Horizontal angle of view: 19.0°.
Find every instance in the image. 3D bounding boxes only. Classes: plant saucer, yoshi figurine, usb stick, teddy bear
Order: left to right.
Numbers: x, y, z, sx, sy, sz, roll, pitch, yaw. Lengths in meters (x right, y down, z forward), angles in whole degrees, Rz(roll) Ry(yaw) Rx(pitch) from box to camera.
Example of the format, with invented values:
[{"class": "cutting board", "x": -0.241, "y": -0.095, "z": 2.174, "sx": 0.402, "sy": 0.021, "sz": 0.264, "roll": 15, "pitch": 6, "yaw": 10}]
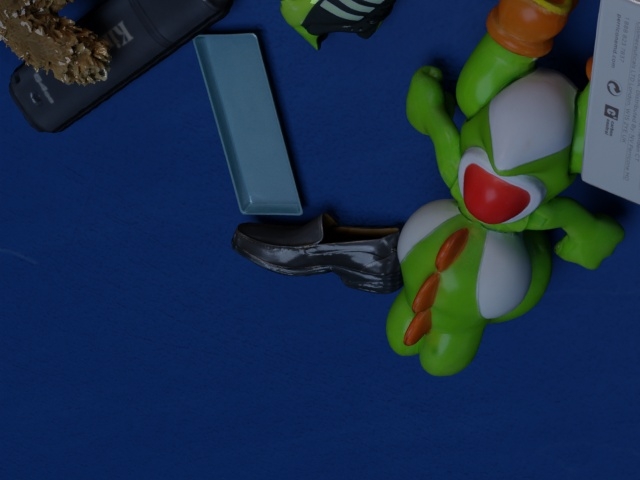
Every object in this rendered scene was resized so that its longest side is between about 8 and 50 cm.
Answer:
[{"class": "teddy bear", "x": -0.251, "y": -0.263, "z": 1.688, "sx": 0.245, "sy": 0.113, "sz": 0.338, "roll": 39, "pitch": 123, "yaw": -1}, {"class": "usb stick", "x": -0.187, "y": -0.182, "z": 1.754, "sx": 0.278, "sy": 0.045, "sz": 0.077, "roll": -30, "pitch": 103, "yaw": 39}, {"class": "plant saucer", "x": -0.064, "y": -0.109, "z": 1.766, "sx": 0.067, "sy": 0.018, "sz": 0.192, "roll": 1, "pitch": 124, "yaw": 25}, {"class": "yoshi figurine", "x": 0.167, "y": -0.055, "z": 1.626, "sx": 0.203, "sy": 0.203, "sz": 0.362, "roll": 8, "pitch": 121, "yaw": -30}]

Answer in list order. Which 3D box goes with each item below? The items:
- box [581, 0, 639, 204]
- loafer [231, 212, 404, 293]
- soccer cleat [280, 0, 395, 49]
[{"class": "box", "x": 0.393, "y": -0.095, "z": 1.369, "sx": 0.345, "sy": 0.215, "sz": 0.168, "roll": 25, "pitch": 132, "yaw": 29}, {"class": "loafer", "x": 0.000, "y": 0.000, "z": 1.790, "sx": 0.170, "sy": 0.062, "sz": 0.061, "roll": 9, "pitch": 119, "yaw": 8}, {"class": "soccer cleat", "x": 0.043, "y": -0.214, "z": 1.617, "sx": 0.179, "sy": 0.060, "sz": 0.072, "roll": -18, "pitch": 123, "yaw": 41}]
